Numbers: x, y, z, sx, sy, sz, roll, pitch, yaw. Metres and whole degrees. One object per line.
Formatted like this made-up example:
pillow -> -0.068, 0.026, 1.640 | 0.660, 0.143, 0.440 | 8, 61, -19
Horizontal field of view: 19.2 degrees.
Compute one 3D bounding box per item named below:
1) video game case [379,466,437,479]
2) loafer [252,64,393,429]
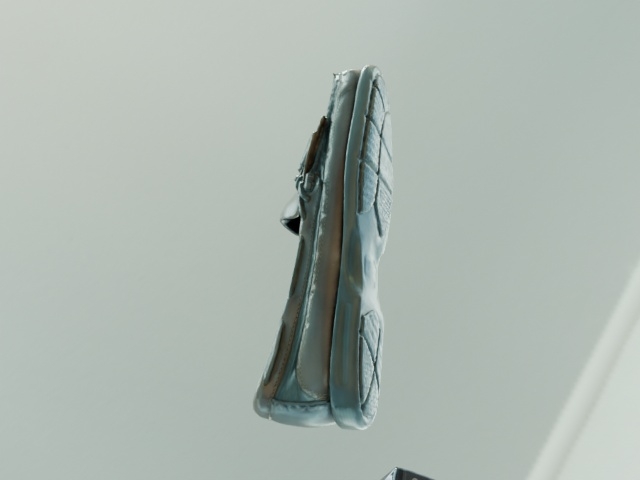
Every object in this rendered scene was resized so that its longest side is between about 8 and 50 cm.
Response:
video game case -> 0.115, 0.222, 1.111 | 0.274, 0.196, 0.026 | 22, -129, -18
loafer -> 0.000, 0.000, 1.309 | 0.084, 0.096, 0.267 | -3, -114, 15
